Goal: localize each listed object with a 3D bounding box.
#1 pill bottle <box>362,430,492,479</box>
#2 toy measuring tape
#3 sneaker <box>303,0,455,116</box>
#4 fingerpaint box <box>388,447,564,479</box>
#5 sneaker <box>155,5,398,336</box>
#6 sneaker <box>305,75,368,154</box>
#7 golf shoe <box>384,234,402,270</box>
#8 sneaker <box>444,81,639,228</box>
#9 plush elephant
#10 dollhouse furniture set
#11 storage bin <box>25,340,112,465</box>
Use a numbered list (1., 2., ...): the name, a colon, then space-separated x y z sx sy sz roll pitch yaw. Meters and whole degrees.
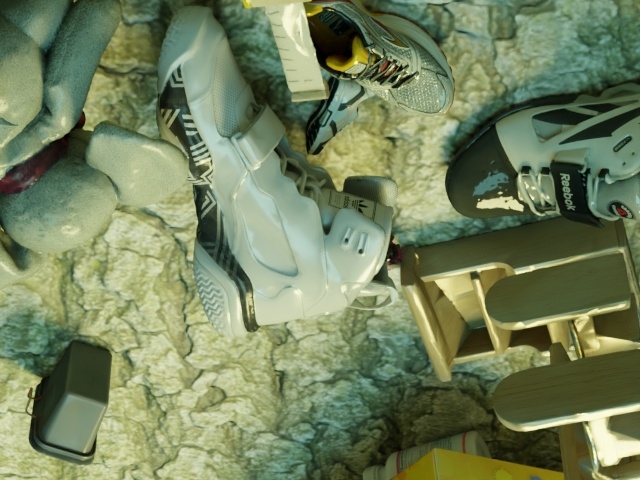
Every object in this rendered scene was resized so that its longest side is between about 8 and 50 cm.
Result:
1. pill bottle: 0.141 0.308 1.944 0.160 0.087 0.087 -19 130 18
2. toy measuring tape: -0.038 -0.261 1.332 0.121 0.121 0.330 -8 147 9
3. sneaker: 0.041 -0.184 1.482 0.225 0.093 0.088 30 127 -25
4. fingerpaint box: 0.224 0.438 1.927 0.444 0.163 0.371 15 142 -29
5. sneaker: -0.036 -0.071 1.520 0.210 0.137 0.366 -4 117 12
6. sneaker: 0.016 -0.127 1.573 0.043 0.040 0.109 9 139 -22
7. golf shoe: 0.000 0.000 1.672 0.186 0.067 0.086 33 127 -26
8. sneaker: 0.283 -0.075 1.547 0.330 0.146 0.122 -19 131 20
9. plush elephant: -0.278 -0.104 1.425 0.271 0.330 0.255 -21 132 10
10. dollhouse furniture set: 0.233 0.171 1.604 0.256 0.394 0.362 -13 132 13
11. storage bin: -0.303 0.189 1.822 0.098 0.135 0.091 20 119 -17
